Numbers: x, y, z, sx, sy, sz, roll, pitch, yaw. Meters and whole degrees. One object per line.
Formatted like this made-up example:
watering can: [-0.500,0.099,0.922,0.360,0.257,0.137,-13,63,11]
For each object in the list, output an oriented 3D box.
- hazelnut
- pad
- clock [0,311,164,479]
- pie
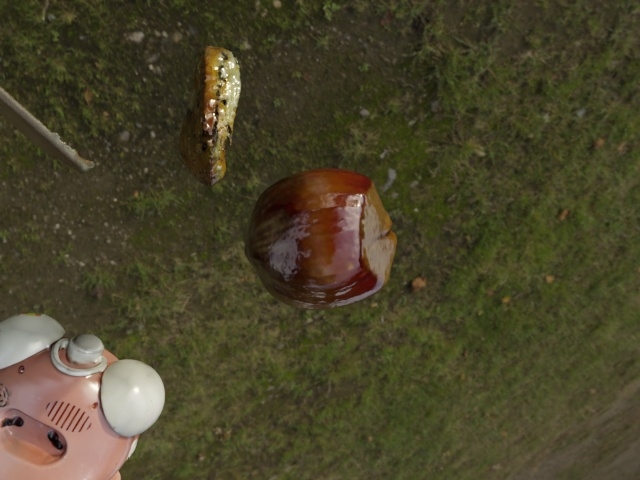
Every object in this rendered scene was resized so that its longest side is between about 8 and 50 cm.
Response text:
hazelnut: [0.000,-0.001,0.863,0.181,0.181,0.212,-30,116,-51]
pad: [-0.381,-0.186,0.607,0.018,0.284,0.286,-51,130,-12]
clock: [-0.237,0.158,0.528,0.166,0.093,0.162,26,103,2]
pie: [-0.222,-0.251,1.192,0.086,0.308,0.308,6,129,-21]
